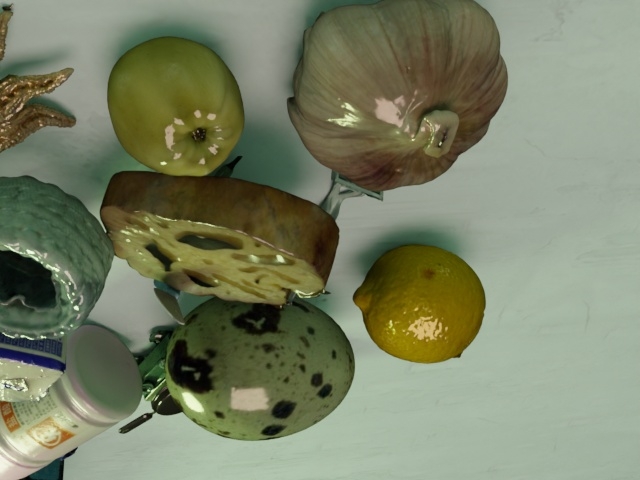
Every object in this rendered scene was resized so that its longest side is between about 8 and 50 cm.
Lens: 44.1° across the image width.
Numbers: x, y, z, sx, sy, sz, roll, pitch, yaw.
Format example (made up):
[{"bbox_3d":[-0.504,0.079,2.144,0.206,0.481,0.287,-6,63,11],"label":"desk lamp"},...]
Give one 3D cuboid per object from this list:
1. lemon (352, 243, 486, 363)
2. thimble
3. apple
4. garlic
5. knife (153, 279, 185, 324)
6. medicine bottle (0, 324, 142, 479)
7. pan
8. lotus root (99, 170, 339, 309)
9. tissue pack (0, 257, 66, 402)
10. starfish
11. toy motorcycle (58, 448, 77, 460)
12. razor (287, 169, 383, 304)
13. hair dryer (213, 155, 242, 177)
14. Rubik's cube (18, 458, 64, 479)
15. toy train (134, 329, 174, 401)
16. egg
[{"bbox_3d":[0.189,0.121,1.510,0.253,0.228,0.228,19,130,-31],"label":"lemon"},{"bbox_3d":[-0.430,0.019,1.137,0.250,0.172,0.205,24,125,-14],"label":"thimble"},{"bbox_3d":[-0.196,-0.183,1.087,0.200,0.200,0.200,-8,140,-7],"label":"apple"},{"bbox_3d":[0.115,-0.206,1.128,0.322,0.241,0.322,-1,158,0],"label":"garlic"},{"bbox_3d":[-0.265,0.098,1.366,0.058,0.244,0.032,39,91,-16],"label":"knife"},{"bbox_3d":[-0.529,0.321,1.552,0.316,0.202,0.202,-32,136,20],"label":"medicine bottle"},{"bbox_3d":[-0.330,0.354,1.672,0.235,0.028,0.136,-35,151,10],"label":"pan"},{"bbox_3d":[-0.167,0.000,1.245,0.375,0.111,0.390,25,157,-34],"label":"lotus root"},{"bbox_3d":[-0.517,0.110,1.259,0.209,0.269,0.137,15,133,-31],"label":"tissue pack"},{"bbox_3d":[-0.474,-0.182,1.049,0.293,0.084,0.301,-32,150,-9],"label":"starfish"},{"bbox_3d":[-0.577,0.439,1.779,0.205,0.076,0.114,-41,142,26],"label":"toy motorcycle"},{"bbox_3d":[-0.005,-0.005,1.409,0.111,0.056,0.278,19,114,-36],"label":"razor"},{"bbox_3d":[-0.178,-0.088,1.307,0.071,0.047,0.150,27,119,-39],"label":"hair dryer"},{"bbox_3d":[-0.796,0.682,1.787,0.337,0.344,0.344,12,135,-28],"label":"Rubik's cube"},{"bbox_3d":[-0.317,0.257,1.640,0.132,0.083,0.200,14,133,-44],"label":"toy train"},{"bbox_3d":[-0.111,0.239,1.510,0.379,0.287,0.287,17,131,-33],"label":"egg"}]
